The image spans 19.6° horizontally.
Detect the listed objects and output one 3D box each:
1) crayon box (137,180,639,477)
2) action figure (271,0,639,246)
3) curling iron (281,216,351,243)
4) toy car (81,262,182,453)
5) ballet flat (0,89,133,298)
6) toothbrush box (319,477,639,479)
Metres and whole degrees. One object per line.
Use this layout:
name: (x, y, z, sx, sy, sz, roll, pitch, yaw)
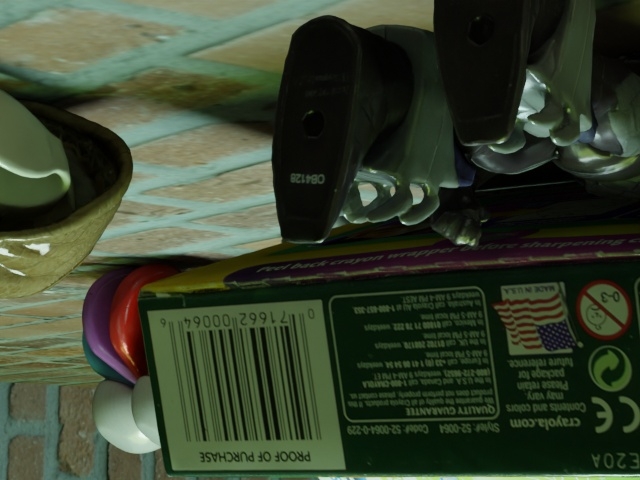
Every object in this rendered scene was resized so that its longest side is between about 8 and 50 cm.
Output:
crayon box: (0.149, 0.031, 0.923, 0.363, 0.106, 0.313, -5, -174, 35)
action figure: (0.101, -0.042, 0.727, 0.185, 0.099, 0.285, -11, 170, 34)
curling iron: (0.000, 0.000, 1.223, 0.068, 0.035, 0.274, 0, 172, 3)
toy car: (-0.129, 0.079, 1.495, 0.136, 0.159, 0.182, 42, 155, -20)
ballet flat: (-0.219, -0.036, 0.803, 0.342, 0.116, 0.124, 8, 149, -44)
toothbrush box: (0.120, 0.115, 1.448, 0.283, 0.122, 0.206, -2, 142, 26)
